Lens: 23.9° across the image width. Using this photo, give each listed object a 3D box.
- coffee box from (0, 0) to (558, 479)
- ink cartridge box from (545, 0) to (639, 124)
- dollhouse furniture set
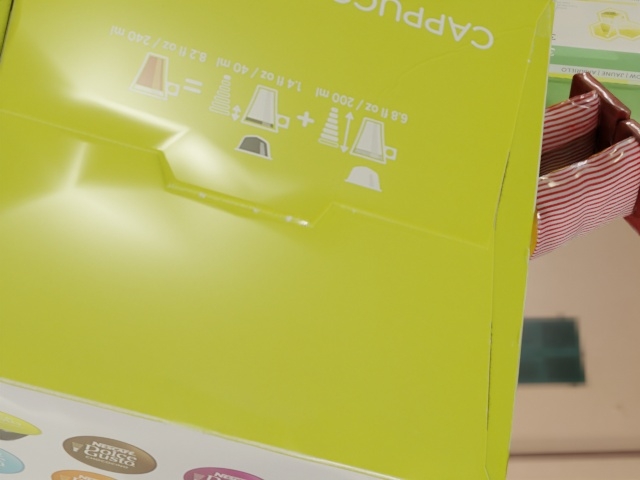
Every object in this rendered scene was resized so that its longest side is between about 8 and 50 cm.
[{"bbox_3d":[-0.077,0.015,0.953,0.334,0.338,0.338,122,-19,-61],"label":"coffee box"},{"bbox_3d":[0.312,-0.187,1.630,0.235,0.171,0.056,-80,175,-46],"label":"ink cartridge box"},{"bbox_3d":[0.207,-0.133,1.346,0.152,0.201,0.374,53,-23,35],"label":"dollhouse furniture set"}]
